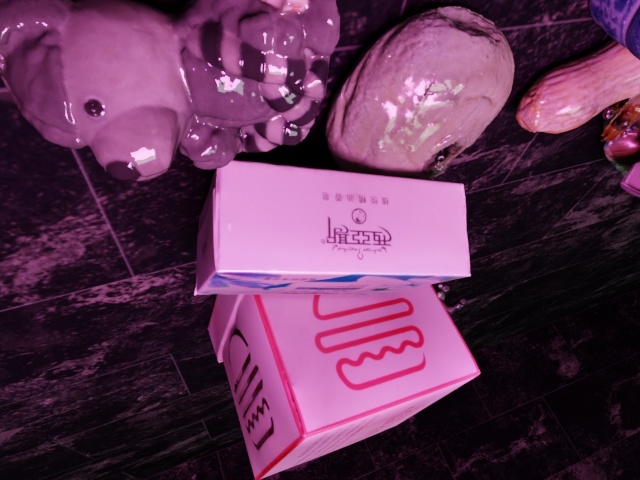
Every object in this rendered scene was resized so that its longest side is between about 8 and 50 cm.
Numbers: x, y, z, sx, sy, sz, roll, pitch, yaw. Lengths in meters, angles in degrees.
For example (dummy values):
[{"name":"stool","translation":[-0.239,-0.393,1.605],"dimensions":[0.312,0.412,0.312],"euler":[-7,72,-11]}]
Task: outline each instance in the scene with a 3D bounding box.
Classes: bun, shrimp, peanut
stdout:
[{"name":"bun","translation":[0.115,-0.143,0.489],"dimensions":[0.222,0.108,0.221],"euler":[-19,151,-11]},{"name":"shrimp","translation":[0.529,-0.266,0.651],"dimensions":[0.154,0.062,0.294],"euler":[-12,148,-32]},{"name":"peanut","translation":[0.366,-0.211,0.590],"dimensions":[0.207,0.087,0.087],"euler":[-27,151,3]}]

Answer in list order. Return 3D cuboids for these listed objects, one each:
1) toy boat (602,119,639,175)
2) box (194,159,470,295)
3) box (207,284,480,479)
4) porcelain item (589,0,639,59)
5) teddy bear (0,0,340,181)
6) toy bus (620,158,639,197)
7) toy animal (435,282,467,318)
[{"name":"toy boat","translation":[0.620,-0.168,0.850],"dimensions":[0.293,0.099,0.108],"euler":[15,107,-49]},{"name":"box","translation":[0.000,0.003,0.522],"dimensions":[0.275,0.116,0.203],"euler":[3,168,-21]},{"name":"box","translation":[0.010,0.178,0.746],"dimensions":[0.313,0.299,0.314],"euler":[-8,147,-27]},{"name":"porcelain item","translation":[0.392,-0.275,0.473],"dimensions":[0.147,0.114,0.147],"euler":[-18,150,-11]},{"name":"teddy bear","translation":[-0.117,-0.110,0.343],"dimensions":[0.251,0.144,0.171],"euler":[-17,165,-7]},{"name":"toy bus","translation":[0.610,-0.183,0.711],"dimensions":[0.112,0.090,0.273],"euler":[12,110,-50]},{"name":"toy animal","translation":[0.294,0.186,1.169],"dimensions":[0.121,0.093,0.225],"euler":[-42,165,31]}]
